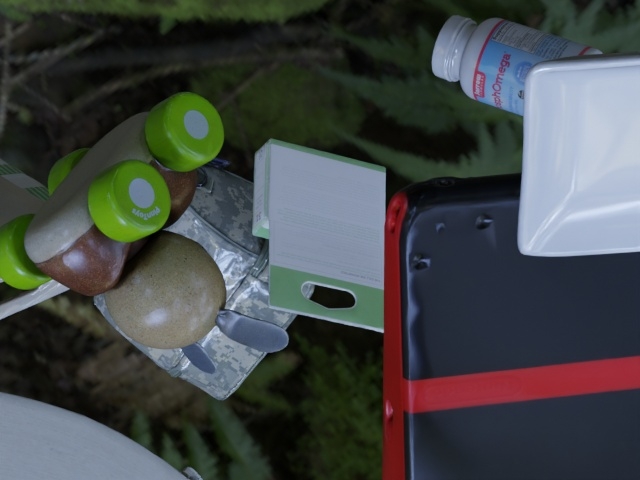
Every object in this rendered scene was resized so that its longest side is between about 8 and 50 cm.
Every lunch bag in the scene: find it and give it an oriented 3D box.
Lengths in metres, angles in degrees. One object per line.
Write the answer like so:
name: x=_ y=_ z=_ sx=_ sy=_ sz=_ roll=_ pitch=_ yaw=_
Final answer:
lunch bag: x=-0.170 y=0.046 z=2.248 sx=0.256 sy=0.212 sz=0.305 roll=29 pitch=124 yaw=-16

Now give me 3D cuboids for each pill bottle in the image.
pill bottle: x=0.197 y=-0.173 z=1.514 sx=0.087 sy=0.160 sz=0.087 roll=-48 pitch=149 yaw=-41

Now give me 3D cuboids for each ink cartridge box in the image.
ink cartridge box: x=0.000 y=0.000 z=1.884 sx=0.171 sy=0.235 sz=0.056 roll=13 pitch=153 yaw=-25

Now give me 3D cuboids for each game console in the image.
game console: x=0.238 y=0.093 z=1.139 sx=0.386 sy=0.060 sz=0.342 roll=-6 pitch=116 yaw=-8

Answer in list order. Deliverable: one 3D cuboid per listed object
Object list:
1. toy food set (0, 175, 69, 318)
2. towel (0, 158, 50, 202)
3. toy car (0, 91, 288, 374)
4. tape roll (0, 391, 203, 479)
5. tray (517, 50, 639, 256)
toy food set: x=-0.427 y=0.004 z=1.639 sx=0.219 sy=0.306 sz=0.092 roll=-25 pitch=133 yaw=-44
towel: x=-0.470 y=-0.057 z=1.928 sx=0.248 sy=0.325 sz=0.038 roll=-11 pitch=120 yaw=-46
toy car: x=-0.107 y=0.016 z=1.066 sx=0.188 sy=0.155 sz=0.149 roll=49 pitch=48 yaw=-18
tape roll: x=-0.159 y=0.252 z=0.688 sx=0.392 sy=0.392 sz=0.072 roll=2 pitch=149 yaw=-39
tray: x=0.228 y=-0.053 z=0.708 sx=0.270 sy=0.030 sz=0.145 roll=-4 pitch=145 yaw=2
